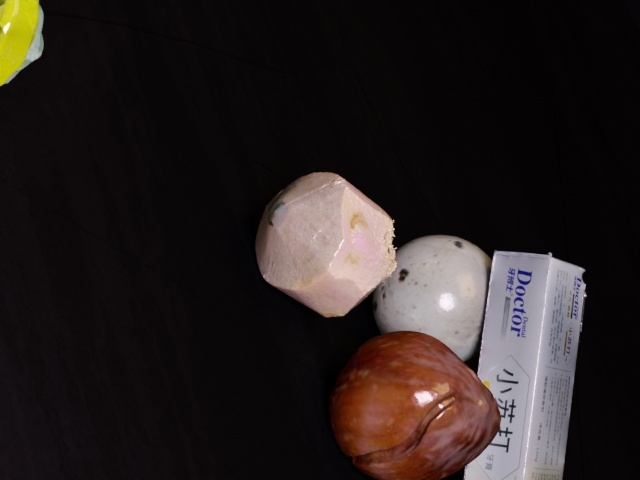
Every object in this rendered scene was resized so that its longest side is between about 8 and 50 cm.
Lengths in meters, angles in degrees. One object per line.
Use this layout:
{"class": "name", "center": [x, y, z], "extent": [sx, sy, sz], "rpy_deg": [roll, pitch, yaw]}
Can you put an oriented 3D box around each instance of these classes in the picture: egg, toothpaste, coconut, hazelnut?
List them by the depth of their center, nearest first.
{"class": "hazelnut", "center": [0.086, 0.148, 1.350], "extent": [0.154, 0.143, 0.143], "rpy_deg": [35, 37, -43]}
{"class": "coconut", "center": [0.000, 0.000, 1.363], "extent": [0.122, 0.116, 0.116], "rpy_deg": [31, 40, -46]}
{"class": "toothpaste", "center": [0.187, 0.169, 1.424], "extent": [0.089, 0.071, 0.313], "rpy_deg": [16, 81, -53]}
{"class": "egg", "center": [0.119, 0.061, 1.495], "extent": [0.164, 0.131, 0.131], "rpy_deg": [14, 52, -68]}

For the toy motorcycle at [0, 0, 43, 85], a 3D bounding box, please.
{"class": "toy motorcycle", "center": [-0.293, -0.193, 0.974], "extent": [0.191, 0.200, 0.326], "rpy_deg": [16, 41, -54]}
